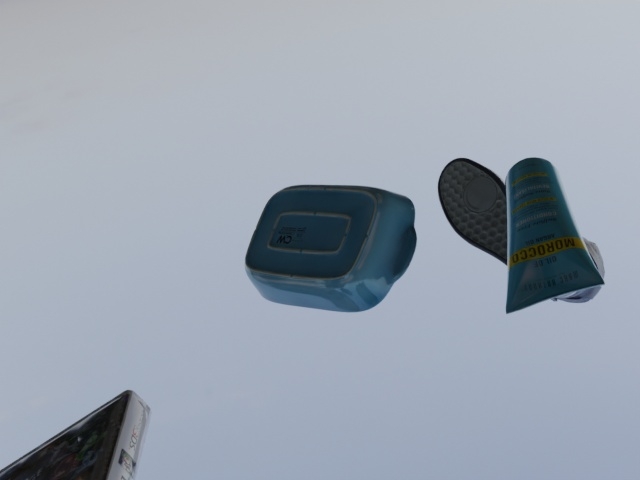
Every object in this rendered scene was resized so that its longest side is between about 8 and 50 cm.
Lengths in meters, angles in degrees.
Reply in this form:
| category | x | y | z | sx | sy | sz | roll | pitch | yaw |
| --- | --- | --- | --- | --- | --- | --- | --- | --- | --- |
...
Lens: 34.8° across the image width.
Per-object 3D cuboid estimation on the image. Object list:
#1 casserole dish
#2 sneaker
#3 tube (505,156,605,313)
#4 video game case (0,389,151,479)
| category | x | y | z | sx | sy | sz | roll | pitch | yaw |
| --- | --- | --- | --- | --- | --- | --- | --- | --- | --- |
| casserole dish | 0.000 | 0.000 | 0.879 | 0.188 | 0.037 | 0.114 | 4 | -113 | 47 |
| sneaker | 0.250 | -0.007 | 1.250 | 0.226 | 0.086 | 0.163 | 48 | -161 | 26 |
| tube | 0.195 | -0.005 | 0.896 | 0.080 | 0.052 | 0.207 | -23 | -154 | 18 |
| video game case | -0.163 | 0.164 | 0.448 | 0.190 | 0.022 | 0.173 | -33 | -158 | 14 |
